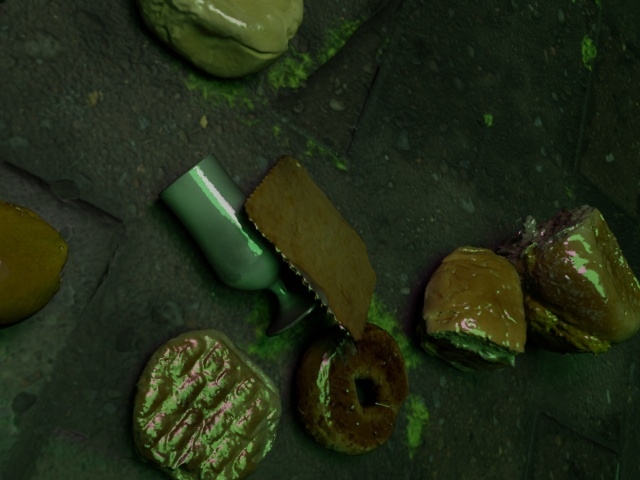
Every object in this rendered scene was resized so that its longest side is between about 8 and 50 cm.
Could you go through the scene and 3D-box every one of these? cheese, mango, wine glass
[{"bbox_3d":[-0.134,-0.343,0.867,0.225,0.117,0.214,29,57,-19],"label":"cheese"},{"bbox_3d":[-0.372,0.007,0.596,0.248,0.156,0.151,10,36,-32],"label":"mango"},{"bbox_3d":[-0.100,0.005,0.801,0.231,0.103,0.103,51,56,-8],"label":"wine glass"}]

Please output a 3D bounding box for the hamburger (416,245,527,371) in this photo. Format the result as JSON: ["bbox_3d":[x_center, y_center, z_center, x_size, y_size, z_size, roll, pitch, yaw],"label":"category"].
[{"bbox_3d":[0.240,0.086,0.981,0.155,0.135,0.208,33,60,-24],"label":"hamburger"}]

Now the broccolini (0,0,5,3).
[{"bbox_3d":[-0.396,-0.202,0.709,0.042,0.044,0.218,16,73,-45],"label":"broccolini"}]

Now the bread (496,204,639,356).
[{"bbox_3d":[0.401,0.071,1.053,0.176,0.195,0.247,-31,93,-42],"label":"bread"}]

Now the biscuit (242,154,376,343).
[{"bbox_3d":[0.000,0.000,0.850,0.232,0.013,0.237,50,25,-12],"label":"biscuit"}]

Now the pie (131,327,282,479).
[{"bbox_3d":[-0.138,0.206,0.755,0.195,0.046,0.195,11,70,-32],"label":"pie"}]

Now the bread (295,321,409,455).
[{"bbox_3d":[0.044,0.200,0.868,0.193,0.063,0.194,8,77,-37],"label":"bread"}]
